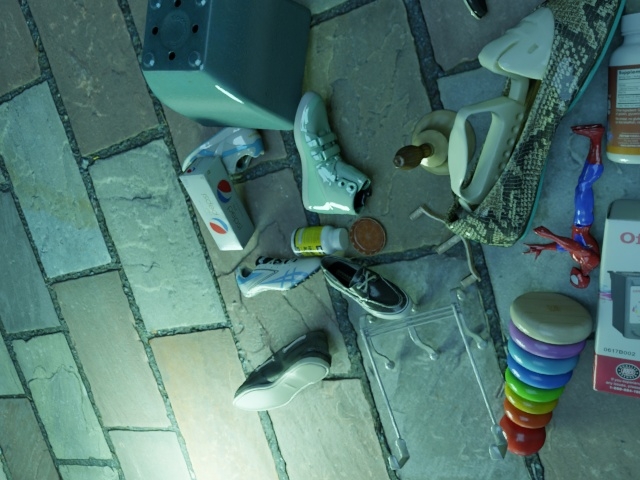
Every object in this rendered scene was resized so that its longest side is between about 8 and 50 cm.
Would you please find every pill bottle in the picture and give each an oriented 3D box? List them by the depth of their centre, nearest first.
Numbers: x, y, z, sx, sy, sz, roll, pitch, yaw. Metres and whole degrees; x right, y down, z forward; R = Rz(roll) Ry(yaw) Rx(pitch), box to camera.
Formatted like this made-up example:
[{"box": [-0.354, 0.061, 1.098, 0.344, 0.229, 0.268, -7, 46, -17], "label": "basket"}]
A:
[{"box": [0.499, -0.230, 0.883, 0.121, 0.121, 0.216, 3, 107, 28], "label": "pill bottle"}, {"box": [0.000, 0.000, 1.270, 0.116, 0.065, 0.065, -5, 103, 30], "label": "pill bottle"}]

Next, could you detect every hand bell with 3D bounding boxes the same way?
[{"box": [0.178, -0.152, 1.016, 0.126, 0.242, 0.126, 9, 110, 26], "label": "hand bell"}]

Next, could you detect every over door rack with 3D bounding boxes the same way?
[{"box": [0.226, 0.281, 1.193, 0.239, 0.108, 0.324, -21, 74, 32], "label": "over door rack"}]

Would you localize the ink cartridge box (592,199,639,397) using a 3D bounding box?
[{"box": [0.571, 0.101, 0.946, 0.226, 0.131, 0.306, 5, 109, 28], "label": "ink cartridge box"}]

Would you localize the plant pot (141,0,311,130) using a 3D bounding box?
[{"box": [-0.195, -0.361, 1.116, 0.248, 0.252, 0.247, 8, 92, 27], "label": "plant pot"}]

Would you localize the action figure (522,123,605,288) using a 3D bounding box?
[{"box": [0.413, -0.051, 1.009, 0.139, 0.091, 0.280, -2, 104, 23], "label": "action figure"}]

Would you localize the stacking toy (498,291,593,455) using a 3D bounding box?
[{"box": [0.406, 0.267, 1.103, 0.141, 0.141, 0.330, 14, 119, 25], "label": "stacking toy"}]

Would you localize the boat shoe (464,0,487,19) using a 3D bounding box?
[{"box": [0.257, -0.443, 0.991, 0.042, 0.049, 0.133, -16, 93, 40], "label": "boat shoe"}]

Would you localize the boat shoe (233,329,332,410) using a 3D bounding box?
[{"box": [-0.091, 0.322, 1.424, 0.112, 0.095, 0.335, 33, 131, -25], "label": "boat shoe"}]

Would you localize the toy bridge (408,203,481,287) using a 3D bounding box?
[{"box": [0.256, 0.004, 1.151, 0.063, 0.026, 0.188, -41, 85, 31], "label": "toy bridge"}]

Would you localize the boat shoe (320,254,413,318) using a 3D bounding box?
[{"box": [0.088, 0.094, 1.215, 0.219, 0.070, 0.078, 24, 73, 33], "label": "boat shoe"}]

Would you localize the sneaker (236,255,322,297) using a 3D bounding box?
[{"box": [-0.098, 0.070, 1.336, 0.237, 0.085, 0.086, -16, 102, 31], "label": "sneaker"}]

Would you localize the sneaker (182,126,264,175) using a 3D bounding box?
[{"box": [-0.224, -0.183, 1.324, 0.228, 0.087, 0.092, -28, 92, 35], "label": "sneaker"}]

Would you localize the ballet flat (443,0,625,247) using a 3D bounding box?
[{"box": [0.316, -0.209, 0.950, 0.182, 0.164, 0.483, 9, 117, -10], "label": "ballet flat"}]

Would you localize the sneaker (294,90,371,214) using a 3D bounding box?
[{"box": [0.035, -0.171, 1.176, 0.151, 0.094, 0.256, 12, 121, 32], "label": "sneaker"}]

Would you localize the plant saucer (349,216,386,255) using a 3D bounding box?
[{"box": [0.101, -0.009, 1.241, 0.083, 0.013, 0.083, 9, 110, 27], "label": "plant saucer"}]

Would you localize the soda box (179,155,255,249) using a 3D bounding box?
[{"box": [-0.227, -0.081, 1.317, 0.069, 0.074, 0.216, -1, 131, 28], "label": "soda box"}]
